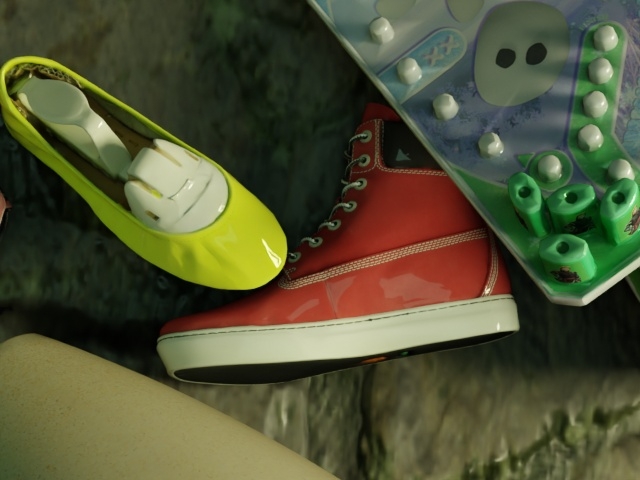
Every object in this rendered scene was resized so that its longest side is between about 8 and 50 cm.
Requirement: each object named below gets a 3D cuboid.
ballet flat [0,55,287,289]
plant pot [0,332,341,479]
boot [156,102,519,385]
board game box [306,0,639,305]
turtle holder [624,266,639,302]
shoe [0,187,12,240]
[{"bbox_3d":[-0.123,-0.048,0.841,0.231,0.077,0.077,35,73,18],"label":"ballet flat"},{"bbox_3d":[-0.115,0.189,0.788,0.274,0.256,0.256,40,79,15],"label":"plant pot"},{"bbox_3d":[0.000,0.000,0.893,0.244,0.088,0.176,-10,78,-10],"label":"boot"},{"bbox_3d":[0.192,-0.217,0.830,0.390,0.050,0.390,-37,61,1],"label":"board game box"},{"bbox_3d":[0.304,-0.034,0.855,0.227,0.243,0.320,-32,106,5],"label":"turtle holder"},{"bbox_3d":[-0.238,-0.049,0.871,0.081,0.063,0.178,20,87,-7],"label":"shoe"}]
